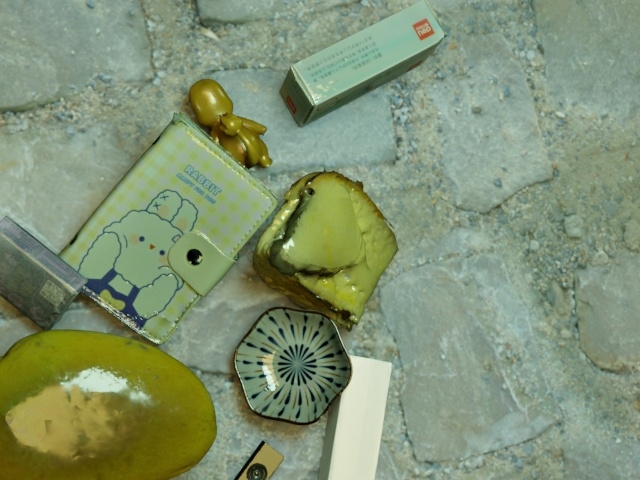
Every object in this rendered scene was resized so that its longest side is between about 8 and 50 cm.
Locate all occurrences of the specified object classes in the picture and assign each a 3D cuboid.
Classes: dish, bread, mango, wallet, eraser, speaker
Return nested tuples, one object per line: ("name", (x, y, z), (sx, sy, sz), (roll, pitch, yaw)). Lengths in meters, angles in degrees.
("dish", (-0.038, 0.196, 1.360), (0.191, 0.066, 0.190), (-2, 82, 12))
("bread", (0.000, 0.000, 1.365), (0.204, 0.163, 0.262), (-56, 137, -15))
("mango", (-0.330, 0.257, 1.242), (0.365, 0.182, 0.253), (5, 80, -10))
("wallet", (-0.236, -0.014, 1.328), (0.223, 0.077, 0.309), (40, 96, -11))
("eraser", (0.047, 0.335, 1.363), (0.076, 0.078, 0.298), (11, 79, -9))
("speaker", (-0.130, 0.400, 1.333), (0.040, 0.046, 0.191), (37, 78, -3))

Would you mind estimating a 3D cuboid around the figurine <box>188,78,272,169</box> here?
("figurine", (-0.150, -0.182, 1.379), (0.121, 0.122, 0.176), (-34, 90, -12))

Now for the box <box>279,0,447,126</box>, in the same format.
("box", (0.069, -0.294, 1.435), (0.269, 0.135, 0.079), (-30, 88, -15))

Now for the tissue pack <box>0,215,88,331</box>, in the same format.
("tissue pack", (-0.437, 0.051, 1.289), (0.156, 0.112, 0.051), (39, 36, -5))
